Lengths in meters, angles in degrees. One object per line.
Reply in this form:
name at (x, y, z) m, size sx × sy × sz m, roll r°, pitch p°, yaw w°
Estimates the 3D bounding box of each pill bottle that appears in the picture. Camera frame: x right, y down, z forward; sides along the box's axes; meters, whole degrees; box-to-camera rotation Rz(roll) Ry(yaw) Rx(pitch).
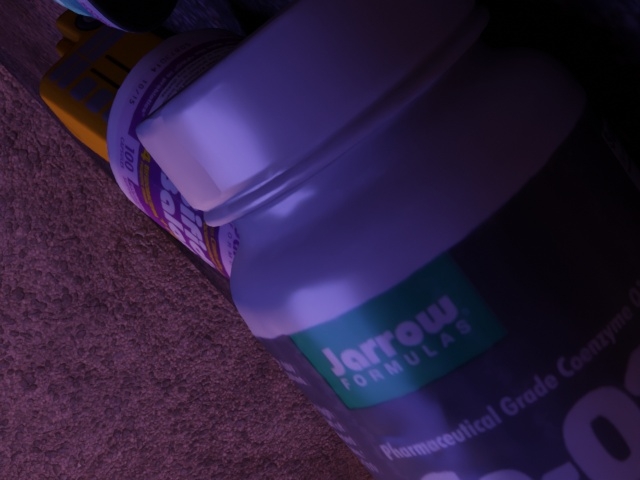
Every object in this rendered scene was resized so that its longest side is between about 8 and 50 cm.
pill bottle at (-0.017, -0.036, 0.769) m, size 0.301 × 0.169 × 0.169 m, roll 34°, pitch 166°, yaw 40°
pill bottle at (0.084, 0.033, 0.532) m, size 0.361 × 0.204 × 0.204 m, roll 51°, pitch 168°, yaw -12°

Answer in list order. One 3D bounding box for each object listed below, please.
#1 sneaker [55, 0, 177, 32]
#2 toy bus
sneaker at (-0.245, -0.285, 0.784) m, size 0.178 × 0.123 × 0.295 m, roll 22°, pitch 159°, yaw 39°
toy bus at (-0.175, -0.136, 1.054) m, size 0.333 × 0.130 × 0.108 m, roll 34°, pitch 166°, yaw 40°
